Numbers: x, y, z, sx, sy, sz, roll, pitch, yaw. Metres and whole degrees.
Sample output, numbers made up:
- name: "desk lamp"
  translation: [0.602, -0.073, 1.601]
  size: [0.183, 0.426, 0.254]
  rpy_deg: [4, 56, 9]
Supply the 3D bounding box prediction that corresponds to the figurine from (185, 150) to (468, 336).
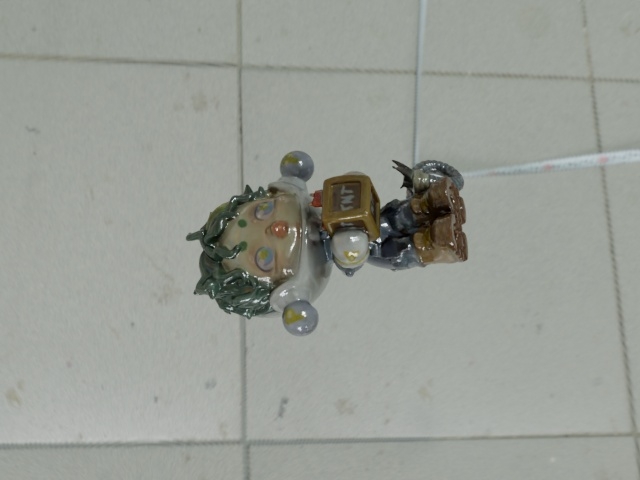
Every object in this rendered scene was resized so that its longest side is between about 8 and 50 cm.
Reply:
- name: "figurine"
  translation: [-0.001, 0.002, 1.400]
  size: [0.382, 0.186, 0.261]
  rpy_deg: [-11, 51, 21]
